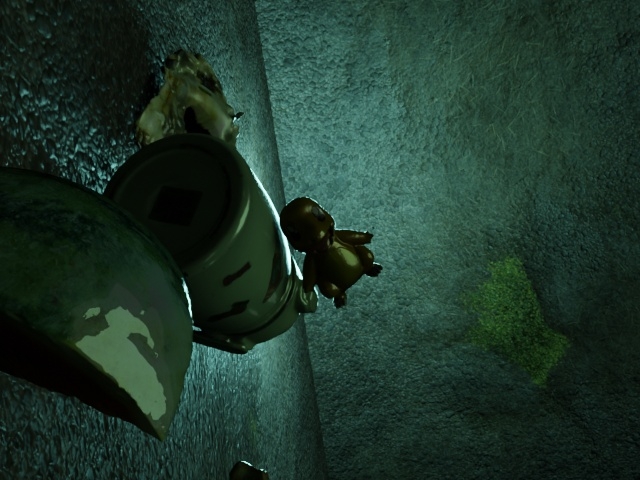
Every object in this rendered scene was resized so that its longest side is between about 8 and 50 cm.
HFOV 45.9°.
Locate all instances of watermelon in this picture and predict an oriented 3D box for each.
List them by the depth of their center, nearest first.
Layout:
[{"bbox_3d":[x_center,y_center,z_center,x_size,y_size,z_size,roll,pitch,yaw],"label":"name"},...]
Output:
[{"bbox_3d":[-0.212,0.036,0.615,0.256,0.260,0.176,-19,117,-67],"label":"watermelon"}]

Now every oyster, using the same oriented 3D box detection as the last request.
[{"bbox_3d":[-0.219,-0.175,1.248,0.201,0.107,0.355,43,35,-29],"label":"oyster"}]

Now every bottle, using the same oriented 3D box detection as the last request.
[{"bbox_3d":[-0.142,0.027,1.046,0.352,0.229,0.229,59,24,-60],"label":"bottle"}]

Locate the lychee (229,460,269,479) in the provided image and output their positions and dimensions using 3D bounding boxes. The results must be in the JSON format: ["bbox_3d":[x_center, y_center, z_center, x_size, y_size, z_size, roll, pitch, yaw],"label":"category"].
[{"bbox_3d":[-0.108,0.390,0.780,0.270,0.269,0.320,-89,167,-55],"label":"lychee"}]

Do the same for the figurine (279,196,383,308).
[{"bbox_3d":[-0.002,-0.003,1.017,0.122,0.121,0.176,51,-1,43],"label":"figurine"}]
